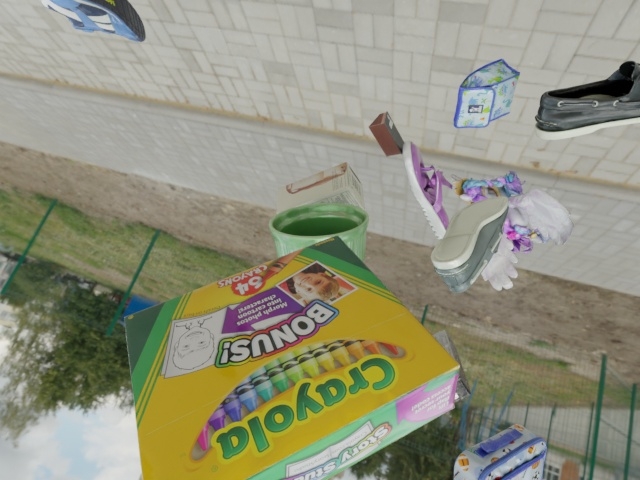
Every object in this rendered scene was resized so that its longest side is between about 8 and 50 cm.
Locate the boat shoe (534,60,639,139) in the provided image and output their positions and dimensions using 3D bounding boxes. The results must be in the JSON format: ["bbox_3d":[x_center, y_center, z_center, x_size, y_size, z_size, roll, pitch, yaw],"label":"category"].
[{"bbox_3d":[0.635,-0.317,0.886,0.339,0.127,0.113,-10,125,19],"label":"boat shoe"}]

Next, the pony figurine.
[{"bbox_3d":[0.579,-0.068,1.273,0.363,0.351,0.303,-1,141,-41],"label":"pony figurine"}]

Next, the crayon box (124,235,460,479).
[{"bbox_3d":[-0.058,0.164,0.578,0.313,0.362,0.106,48,154,50],"label":"crayon box"}]

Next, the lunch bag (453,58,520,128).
[{"bbox_3d":[0.413,-0.364,1.068,0.151,0.096,0.129,-23,145,-6],"label":"lunch bag"}]

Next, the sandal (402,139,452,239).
[{"bbox_3d":[0.346,-0.159,1.268,0.102,0.170,0.416,-15,143,22],"label":"sandal"}]

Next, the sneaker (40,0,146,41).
[{"bbox_3d":[-0.305,-0.312,0.570,0.059,0.053,0.144,-19,169,24],"label":"sneaker"}]

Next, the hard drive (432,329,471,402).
[{"bbox_3d":[0.321,0.416,1.300,0.064,0.236,0.339,55,-165,-3],"label":"hard drive"}]

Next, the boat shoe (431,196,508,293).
[{"bbox_3d":[0.358,0.000,0.973,0.116,0.319,0.099,-5,117,46],"label":"boat shoe"}]

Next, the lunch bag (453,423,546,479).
[{"bbox_3d":[0.493,0.653,1.159,0.303,0.243,0.115,-9,-162,-30],"label":"lunch bag"}]

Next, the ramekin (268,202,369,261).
[{"bbox_3d":[0.000,0.000,1.289,0.303,0.303,0.148,9,116,31],"label":"ramekin"}]

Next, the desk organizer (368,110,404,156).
[{"bbox_3d":[0.188,-0.299,1.189,0.050,0.047,0.130,-4,146,34],"label":"desk organizer"}]

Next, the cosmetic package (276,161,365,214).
[{"bbox_3d":[0.000,-0.155,1.560,0.296,0.129,0.153,-17,144,21],"label":"cosmetic package"}]
